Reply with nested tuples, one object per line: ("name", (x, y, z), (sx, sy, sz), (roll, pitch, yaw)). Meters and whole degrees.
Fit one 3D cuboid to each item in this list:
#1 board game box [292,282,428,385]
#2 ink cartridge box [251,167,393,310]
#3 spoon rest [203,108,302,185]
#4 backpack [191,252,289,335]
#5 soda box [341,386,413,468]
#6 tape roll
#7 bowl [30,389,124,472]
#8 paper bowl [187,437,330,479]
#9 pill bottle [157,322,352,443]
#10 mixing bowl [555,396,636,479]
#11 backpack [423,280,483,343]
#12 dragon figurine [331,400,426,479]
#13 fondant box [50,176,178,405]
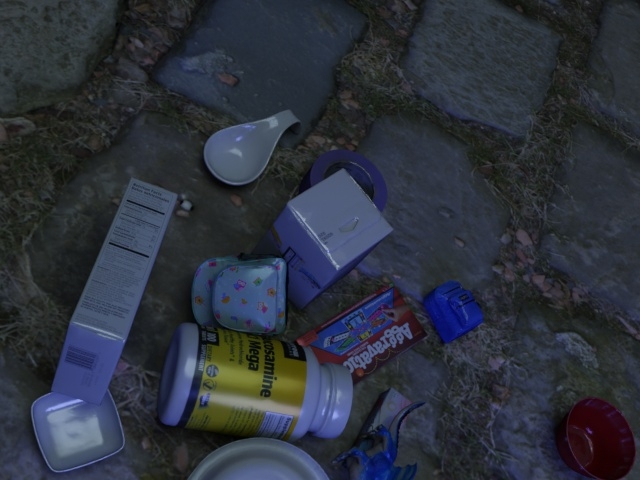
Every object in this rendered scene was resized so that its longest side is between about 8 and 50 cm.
("board game box", (0.089, 0.211, 1.711), (0.281, 0.027, 0.145), (-28, 80, -32))
("ink cartridge box", (0.000, 0.000, 1.654), (0.171, 0.232, 0.168), (-35, 82, -33))
("spoon rest", (-0.143, -0.220, 1.793), (0.137, 0.084, 0.276), (47, 56, 4))
("backpack", (-0.160, 0.107, 1.566), (0.189, 0.144, 0.165), (2, 93, 2))
("soda box", (0.118, 0.389, 1.615), (0.063, 0.058, 0.183), (36, 56, -3))
("tape roll", (0.051, -0.107, 1.823), (0.189, 0.080, 0.189), (10, 61, -19))
("bowl", (-0.429, 0.328, 1.408), (0.142, 0.053, 0.142), (-14, 72, -29))
("paper bowl", (-0.107, 0.482, 1.373), (0.284, 0.148, 0.284), (1, 67, -2))
("pill bottle", (-0.119, 0.272, 1.491), (0.334, 0.188, 0.187), (14, 60, -18))
("mixing bowl", (0.590, 0.447, 1.769), (0.182, 0.098, 0.181), (10, 61, -18))
("backpack", (0.300, 0.149, 1.793), (0.098, 0.101, 0.120), (-18, 70, -37))
("dragon figurine", (0.121, 0.429, 1.507), (0.289, 0.085, 0.144), (-31, 80, -38))
("fondant box", (-0.361, 0.089, 1.415), (0.096, 0.238, 0.330), (21, 47, -11))
